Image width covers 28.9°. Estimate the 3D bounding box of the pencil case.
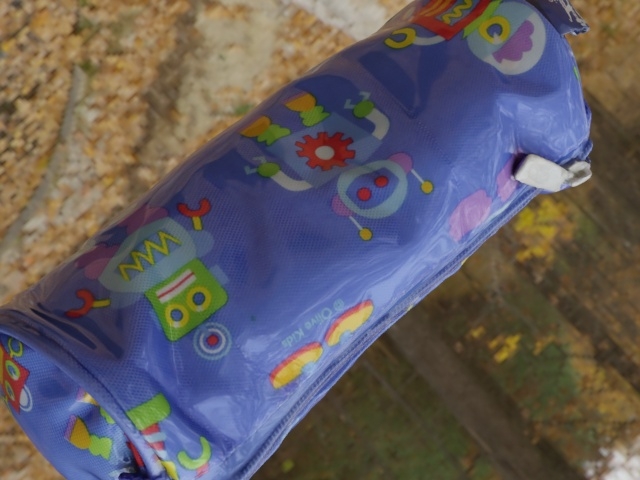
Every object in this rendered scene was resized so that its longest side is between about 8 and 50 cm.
[{"bbox_3d":[0.000,0.000,0.563,0.306,0.133,0.119,-39,144,-24],"label":"pencil case"}]
